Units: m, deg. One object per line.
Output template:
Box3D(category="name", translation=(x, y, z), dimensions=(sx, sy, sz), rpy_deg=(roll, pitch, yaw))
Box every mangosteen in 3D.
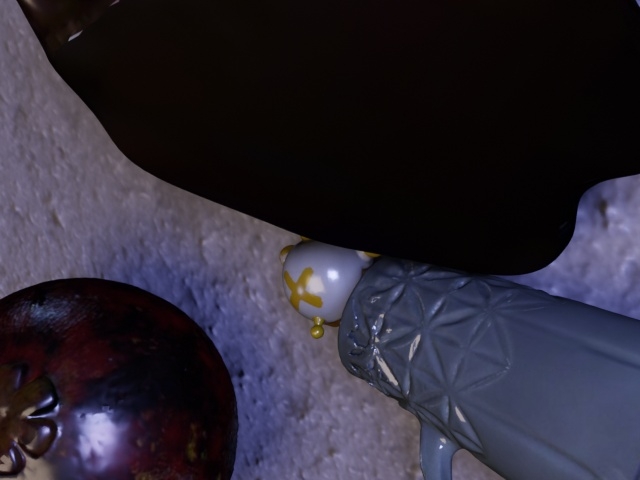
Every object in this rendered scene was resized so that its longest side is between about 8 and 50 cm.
Box3D(category="mangosteen", translation=(-0.213, 0.182, 1.018), dimensions=(0.311, 0.311, 0.311), rpy_deg=(19, 123, 33))

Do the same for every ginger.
Box3D(category="ginger", translation=(0.030, -0.173, 0.667), dimensions=(0.413, 0.211, 0.358), rpy_deg=(26, 145, -19))

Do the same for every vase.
Box3D(category="vase", translation=(0.147, 0.113, 0.749), dimensions=(0.301, 0.156, 0.251), rpy_deg=(25, 85, 37))

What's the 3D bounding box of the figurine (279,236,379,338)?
Box3D(category="figurine", translation=(0.003, -0.002, 0.877), dimensions=(0.101, 0.068, 0.143), rpy_deg=(21, 111, 38))
